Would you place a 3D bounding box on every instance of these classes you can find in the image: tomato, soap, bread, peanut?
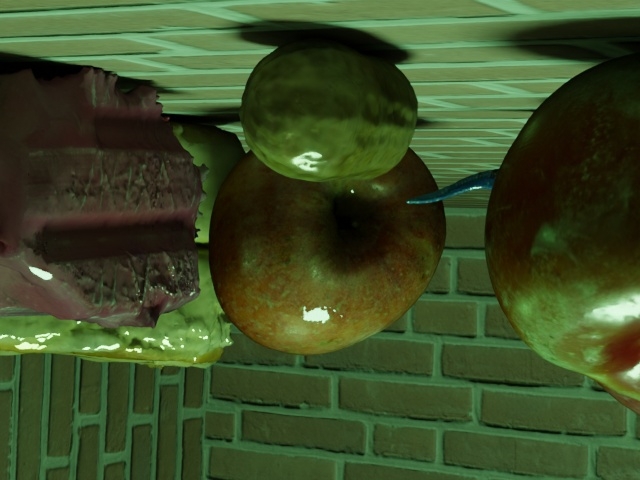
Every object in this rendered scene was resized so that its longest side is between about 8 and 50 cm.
[{"bbox_3d":[0.247,-0.017,1.154,0.270,0.222,0.270,8,154,4],"label":"tomato"},{"bbox_3d":[-0.214,-0.033,1.467,0.127,0.220,0.325,-3,178,21],"label":"soap"},{"bbox_3d":[-0.303,-0.002,1.946,0.390,0.279,0.371,5,176,-21],"label":"bread"},{"bbox_3d":[0.008,-0.090,1.212,0.108,0.095,0.226,19,-172,19],"label":"peanut"}]

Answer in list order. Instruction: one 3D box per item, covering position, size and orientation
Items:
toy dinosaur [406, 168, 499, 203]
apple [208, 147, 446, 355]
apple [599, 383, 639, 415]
[{"bbox_3d":[0.256,-0.051,1.611,0.329,0.144,0.076,13,141,14],"label":"toy dinosaur"},{"bbox_3d":[0.000,0.000,1.781,0.254,0.253,0.253,2,179,0],"label":"apple"},{"bbox_3d":[0.394,0.032,1.780,0.345,0.344,0.269,3,-153,-8],"label":"apple"}]
